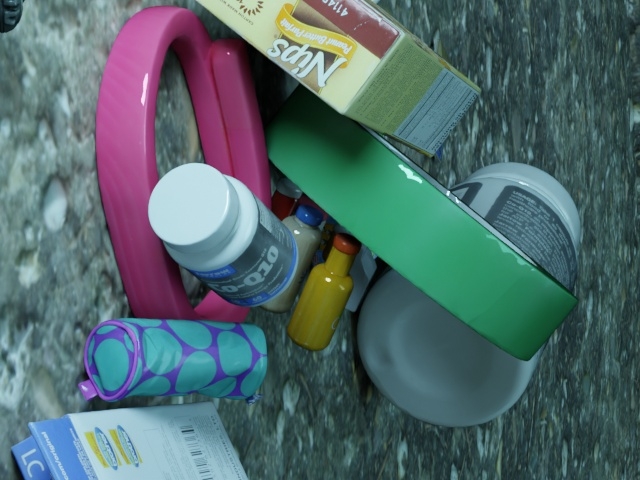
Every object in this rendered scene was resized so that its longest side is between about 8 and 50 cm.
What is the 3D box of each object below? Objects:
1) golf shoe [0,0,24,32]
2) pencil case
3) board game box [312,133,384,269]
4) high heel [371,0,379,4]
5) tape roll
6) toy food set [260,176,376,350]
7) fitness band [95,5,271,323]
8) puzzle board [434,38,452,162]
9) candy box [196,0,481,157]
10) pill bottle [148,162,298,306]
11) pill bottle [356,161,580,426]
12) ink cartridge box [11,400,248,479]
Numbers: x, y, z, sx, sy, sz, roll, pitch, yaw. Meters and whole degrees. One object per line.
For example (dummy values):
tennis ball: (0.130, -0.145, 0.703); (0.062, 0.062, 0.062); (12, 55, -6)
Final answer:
golf shoe: (-0.213, -0.226, 1.047); (0.094, 0.077, 0.198); (-73, 166, -63)
pencil case: (-0.109, 0.093, 1.324); (0.152, 0.070, 0.064); (7, 45, -49)
board game box: (0.028, -0.072, 1.794); (0.160, 0.039, 0.211); (-44, 135, -63)
high heel: (0.026, -0.307, 1.751); (0.082, 0.117, 0.244); (32, 76, -31)
tape roll: (0.088, -0.019, 1.572); (0.077, 0.321, 0.321); (-50, 160, 5)
toy food set: (0.000, 0.000, 1.569); (0.104, 0.111, 0.232); (-66, 175, 22)
fitness band: (-0.109, -0.049, 1.397); (0.209, 0.054, 0.291); (-59, 146, -48)
puzzle board: (0.145, -0.173, 2.156); (0.096, 0.011, 0.128); (55, 43, -63)
candy box: (0.017, -0.172, 1.493); (0.087, 0.183, 0.316); (-52, 165, 8)
pill bottle: (-0.074, -0.004, 1.315); (0.137, 0.078, 0.078); (45, 51, -62)
pill bottle: (0.188, 0.049, 2.023); (0.361, 0.204, 0.204); (-50, 139, -59)
ink cartridge box: (-0.121, 0.215, 1.267); (0.186, 0.065, 0.311); (64, 13, 11)
